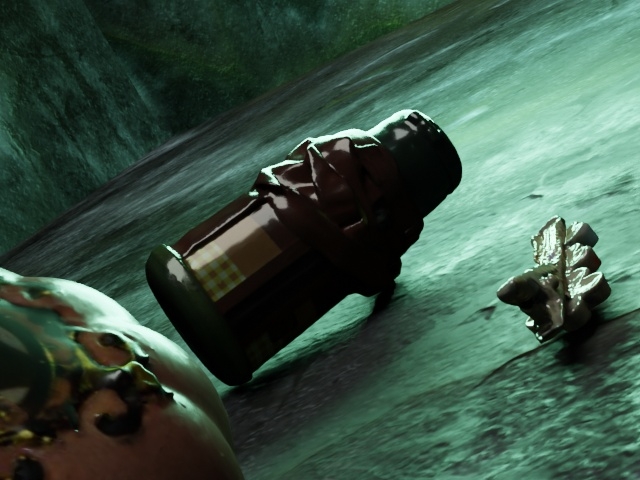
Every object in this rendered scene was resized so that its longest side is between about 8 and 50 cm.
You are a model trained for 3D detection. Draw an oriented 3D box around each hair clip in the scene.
[{"bbox_3d":[0.152,0.025,1.020,0.062,0.056,0.214,-44,-3,18],"label":"hair clip"}]

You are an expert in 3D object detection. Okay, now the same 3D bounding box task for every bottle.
[{"bbox_3d":[0.000,0.000,1.320,0.271,0.143,0.156,-36,-28,-12],"label":"bottle"}]

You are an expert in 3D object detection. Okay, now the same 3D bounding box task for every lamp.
[{"bbox_3d":[-0.188,0.154,0.830,0.306,0.239,0.305,9,30,-6],"label":"lamp"}]
